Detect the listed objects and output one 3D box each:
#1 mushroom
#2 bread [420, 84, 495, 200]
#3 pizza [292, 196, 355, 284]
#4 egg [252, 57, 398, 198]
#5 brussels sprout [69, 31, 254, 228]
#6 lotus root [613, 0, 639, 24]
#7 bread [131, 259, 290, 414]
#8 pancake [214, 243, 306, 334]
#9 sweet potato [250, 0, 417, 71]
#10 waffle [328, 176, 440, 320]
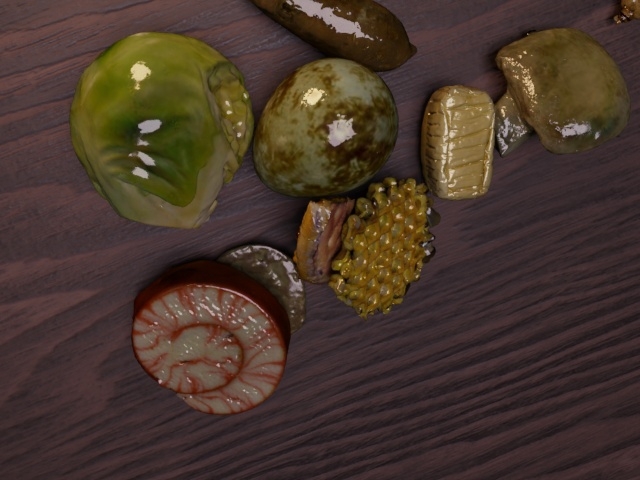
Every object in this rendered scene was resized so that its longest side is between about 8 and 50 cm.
[{"bbox_3d":[0.477,-0.299,1.215,0.292,0.212,0.217,-15,119,1],"label":"mushroom"},{"bbox_3d":[0.277,-0.197,1.247,0.140,0.106,0.236,-5,109,-11],"label":"bread"},{"bbox_3d":[0.000,0.000,1.201,0.086,0.305,0.161,28,67,18],"label":"pizza"},{"bbox_3d":[0.005,-0.194,1.125,0.289,0.238,0.238,-39,113,22],"label":"egg"},{"bbox_3d":[-0.263,-0.182,1.052,0.344,0.268,0.344,-4,106,-14],"label":"brussels sprout"},{"bbox_3d":[0.657,-0.496,1.249,0.072,0.063,0.152,42,96,-2],"label":"lotus root"},{"bbox_3d":[-0.216,0.196,1.250,0.295,0.114,0.327,-36,109,17],"label":"bread"},{"bbox_3d":[-0.134,0.116,1.299,0.222,0.042,0.236,-38,108,11],"label":"pancake"},{"bbox_3d":[-0.010,-0.417,1.108,0.423,0.130,0.130,23,103,-14],"label":"sweet potato"},{"bbox_3d":[0.136,0.015,1.246,0.329,0.062,0.329,-26,127,-42],"label":"waffle"}]
